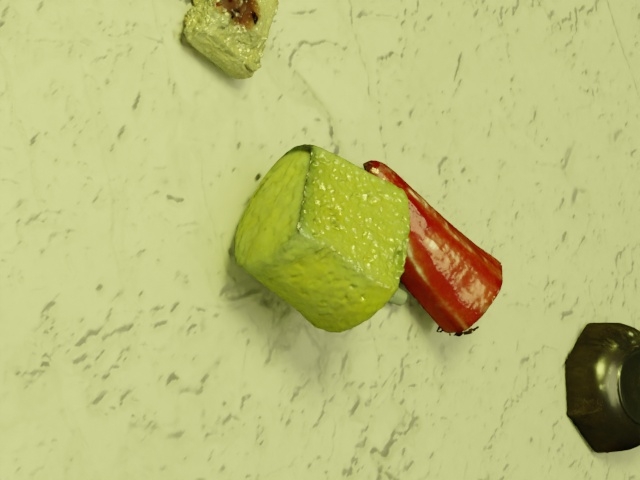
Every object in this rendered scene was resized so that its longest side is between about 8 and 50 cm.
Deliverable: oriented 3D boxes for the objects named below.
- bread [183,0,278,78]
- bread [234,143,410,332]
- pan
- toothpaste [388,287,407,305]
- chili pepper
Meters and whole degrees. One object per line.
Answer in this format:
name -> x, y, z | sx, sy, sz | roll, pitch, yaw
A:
bread -> -0.068, -0.175, 1.324 | 0.070, 0.035, 0.083 | 41, 55, -36
bread -> 0.000, 0.000, 1.319 | 0.114, 0.111, 0.129 | 35, 43, -32
pan -> 0.315, 0.117, 1.664 | 0.128, 0.048, 0.202 | 53, 52, -26
toothpaste -> 0.039, 0.036, 1.423 | 0.083, 0.015, 0.024 | 22, 71, -36
chili pepper -> 0.086, -0.005, 1.444 | 0.169, 0.065, 0.088 | 50, 47, -23
